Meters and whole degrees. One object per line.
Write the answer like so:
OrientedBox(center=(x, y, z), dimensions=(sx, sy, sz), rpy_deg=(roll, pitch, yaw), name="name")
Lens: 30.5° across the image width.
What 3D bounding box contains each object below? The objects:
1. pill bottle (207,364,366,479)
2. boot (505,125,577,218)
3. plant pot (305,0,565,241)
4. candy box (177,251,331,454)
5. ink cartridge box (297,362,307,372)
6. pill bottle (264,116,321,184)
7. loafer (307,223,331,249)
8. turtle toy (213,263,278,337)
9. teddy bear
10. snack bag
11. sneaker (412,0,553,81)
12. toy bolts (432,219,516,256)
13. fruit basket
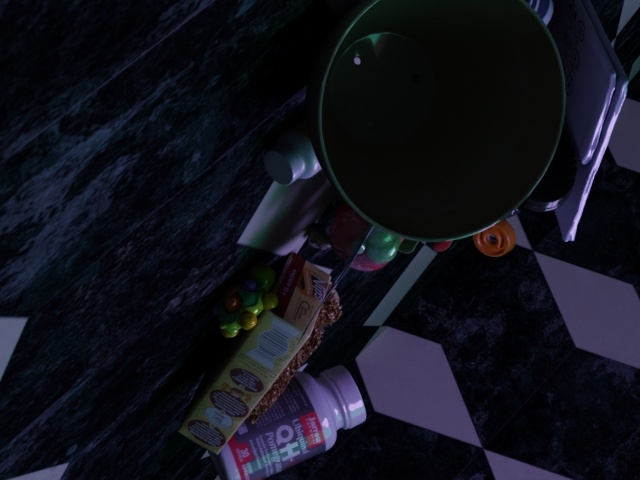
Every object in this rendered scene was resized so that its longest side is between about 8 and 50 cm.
OrientedBox(center=(-0.076, 0.375, 2.413), dimensions=(0.318, 0.176, 0.176), rpy_deg=(-23, 162, -14), name="pill bottle")
OrientedBox(center=(0.300, -0.110, 1.891), dimensions=(0.131, 0.348, 0.260), rpy_deg=(-6, 137, -7), name="boot")
OrientedBox(center=(0.100, -0.158, 1.310), dimensions=(0.284, 0.284, 0.191), rpy_deg=(-46, -156, -4), name="plant pot")
OrientedBox(center=(-0.110, 0.190, 1.967), dimensions=(0.316, 0.087, 0.183), rpy_deg=(-53, -173, 31), name="candy box")
OrientedBox(center=(-0.112, 0.306, 2.570), dimensions=(0.104, 0.060, 0.180), rpy_deg=(-52, 167, 23), name="ink cartridge box")
OrientedBox(center=(-0.014, -0.115, 1.438), dimensions=(0.116, 0.065, 0.065), rpy_deg=(-39, 167, -36), name="pill bottle")
OrientedBox(center=(0.000, 0.000, 1.963), dimensions=(0.039, 0.045, 0.125), rpy_deg=(-42, 173, 11), name="loafer")
OrientedBox(center=(-0.112, 0.089, 1.786), dimensions=(0.130, 0.066, 0.095), rpy_deg=(-43, -173, -32), name="turtle toy")
OrientedBox(center=(-0.075, 0.204, 2.293), dimensions=(0.338, 0.113, 0.245), rpy_deg=(-49, 179, -29), name="teddy bear")
OrientedBox(center=(0.378, -0.223, 1.849), dimensions=(0.037, 0.323, 0.343), rpy_deg=(-3, 138, -10), name="snack bag")
OrientedBox(center=(0.192, -0.264, 1.611), dimensions=(0.282, 0.099, 0.153), rpy_deg=(-43, 163, 10), name="sneaker")
OrientedBox(center=(0.354, -0.066, 2.710), dimensions=(0.228, 0.218, 0.158), rpy_deg=(-32, -172, 42), name="toy bolts")
OrientedBox(center=(0.100, -0.033, 1.783), dimensions=(0.327, 0.165, 0.353), rpy_deg=(-59, -177, 47), name="fruit basket")
